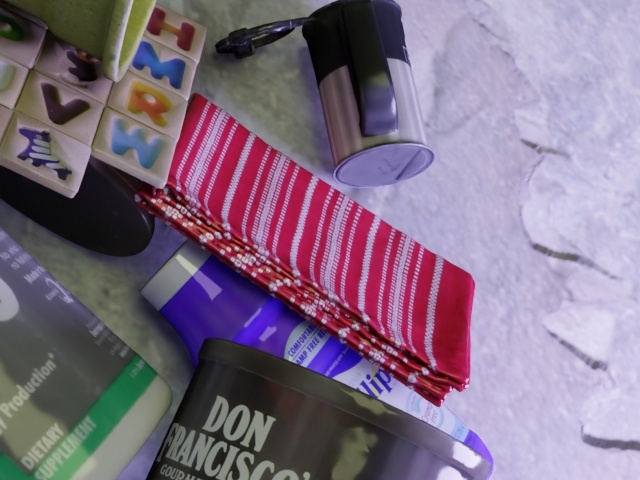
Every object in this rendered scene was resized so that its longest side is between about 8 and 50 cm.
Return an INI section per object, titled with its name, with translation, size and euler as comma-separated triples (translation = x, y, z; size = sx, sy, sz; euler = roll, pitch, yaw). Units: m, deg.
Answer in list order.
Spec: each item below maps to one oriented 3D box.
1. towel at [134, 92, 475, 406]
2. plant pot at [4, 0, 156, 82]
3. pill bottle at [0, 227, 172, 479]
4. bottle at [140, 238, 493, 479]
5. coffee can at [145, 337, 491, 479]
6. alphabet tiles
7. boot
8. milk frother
[towel]
translation = 0.000, 0.000, 1.291
size = 0.275, 0.031, 0.199
euler = 34, 24, -8
[plant pot]
translation = -0.213, -0.279, 1.172
size = 0.254, 0.276, 0.276
euler = 19, 61, -4
[pill bottle]
translation = -0.287, 0.051, 1.088
size = 0.361, 0.204, 0.204
euler = 42, 58, -4
[bottle]
translation = -0.007, 0.109, 1.262
size = 0.283, 0.092, 0.118
euler = 43, 53, -3
[coffee can]
translation = -0.037, 0.226, 1.087
size = 0.201, 0.201, 0.275
euler = 26, 80, -14
[alphabet tiles]
translation = -0.221, -0.161, 1.231
size = 0.285, 0.011, 0.342
euler = 26, 32, -13
[boot]
translation = -0.224, -0.114, 1.253
size = 0.305, 0.112, 0.115
euler = 41, 47, -2
[milk frother]
translation = 0.003, -0.116, 1.371
size = 0.143, 0.129, 0.134
euler = -17, 69, 14
